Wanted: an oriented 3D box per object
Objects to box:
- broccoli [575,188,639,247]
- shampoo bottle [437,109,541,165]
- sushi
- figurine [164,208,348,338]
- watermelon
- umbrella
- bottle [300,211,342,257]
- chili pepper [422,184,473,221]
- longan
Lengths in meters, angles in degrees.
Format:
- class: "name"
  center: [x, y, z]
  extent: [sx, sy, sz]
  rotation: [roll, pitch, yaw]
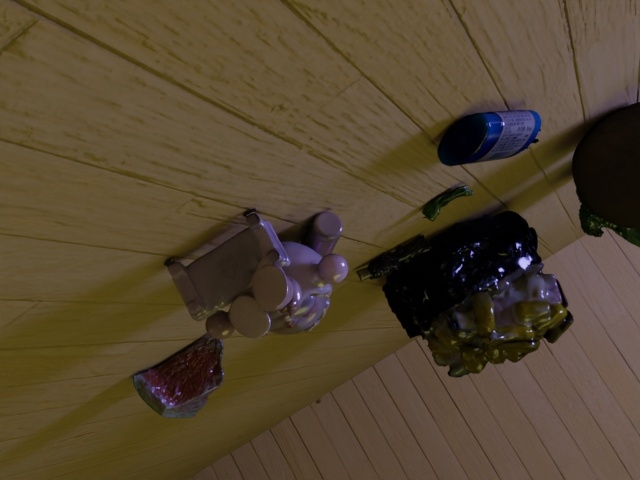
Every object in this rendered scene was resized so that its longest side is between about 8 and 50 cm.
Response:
- class: "broccoli"
  center: [0.656, -0.109, 1.682]
  extent: [0.295, 0.245, 0.265]
  rotation: [-11, -161, 36]
- class: "shampoo bottle"
  center: [0.232, -0.137, 1.105]
  extent: [0.183, 0.050, 0.087]
  rotation: [-12, 155, -49]
- class: "sushi"
  center: [0.316, 0.129, 1.701]
  extent: [0.328, 0.285, 0.328]
  rotation: [-22, 164, -30]
- class: "figurine"
  center: [-0.070, 0.059, 1.041]
  extent: [0.182, 0.144, 0.257]
  rotation: [-51, 162, 0]
- class: "watermelon"
  center: [-0.213, 0.231, 1.397]
  extent: [0.158, 0.098, 0.121]
  rotation: [-33, 166, -6]
- class: "umbrella"
  center: [0.133, 0.036, 1.519]
  extent: [0.144, 0.040, 0.037]
  rotation: [-26, 177, -11]
- class: "bottle"
  center: [0.000, 0.000, 1.123]
  extent: [0.045, 0.045, 0.096]
  rotation: [-24, 163, -24]
- class: "chili pepper"
  center: [0.201, -0.063, 1.350]
  extent: [0.091, 0.034, 0.030]
  rotation: [-34, -162, 11]
- class: "longan"
  center: [0.556, -0.134, 1.445]
  extent: [0.248, 0.248, 0.248]
  rotation: [-28, 165, -8]
